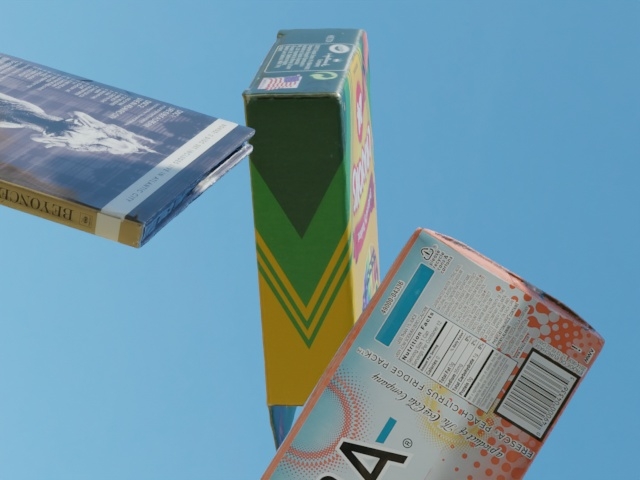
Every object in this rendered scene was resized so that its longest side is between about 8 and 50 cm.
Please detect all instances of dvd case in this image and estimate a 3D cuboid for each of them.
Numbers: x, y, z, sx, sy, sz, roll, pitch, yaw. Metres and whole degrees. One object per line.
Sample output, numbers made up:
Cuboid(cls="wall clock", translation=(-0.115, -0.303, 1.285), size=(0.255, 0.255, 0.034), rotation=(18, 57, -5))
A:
Cuboid(cls="dvd case", translation=(-0.162, -0.060, 0.797), size=(0.221, 0.164, 0.018), rotation=(17, -67, 11))

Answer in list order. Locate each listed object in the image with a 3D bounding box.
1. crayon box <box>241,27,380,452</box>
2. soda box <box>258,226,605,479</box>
Cuboid(cls="crayon box", translation=(0.000, 0.000, 1.293), size=(0.202, 0.081, 0.318), rotation=(-73, 161, -66))
Cuboid(cls="soda box", translation=(0.002, 0.088, 0.409), size=(0.183, 0.058, 0.063), rotation=(-57, 175, -4))
